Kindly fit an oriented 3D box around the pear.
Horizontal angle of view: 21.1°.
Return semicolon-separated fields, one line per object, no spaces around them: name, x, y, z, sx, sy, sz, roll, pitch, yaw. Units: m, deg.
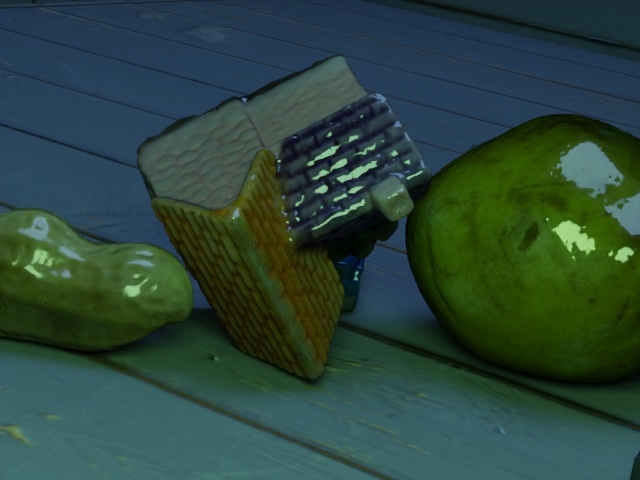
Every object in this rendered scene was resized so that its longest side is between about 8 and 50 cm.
pear;0.222;0.007;1.607;0.269;0.269;0.321;0;11;-26

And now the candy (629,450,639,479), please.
candy;0.326;0.162;1.437;0.088;0.061;0.312;14;17;17

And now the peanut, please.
peanut;-0.227;0.035;1.518;0.236;0.120;0.110;5;-24;11

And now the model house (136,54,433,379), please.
model house;-0.015;-0.012;1.558;0.237;0.202;0.237;-24;28;-4

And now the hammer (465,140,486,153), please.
hammer;0.324;-0.050;2.145;0.206;0.119;0.335;20;13;37

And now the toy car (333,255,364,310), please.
toy car;0.000;0.000;1.792;0.097;0.100;0.191;11;19;-1
